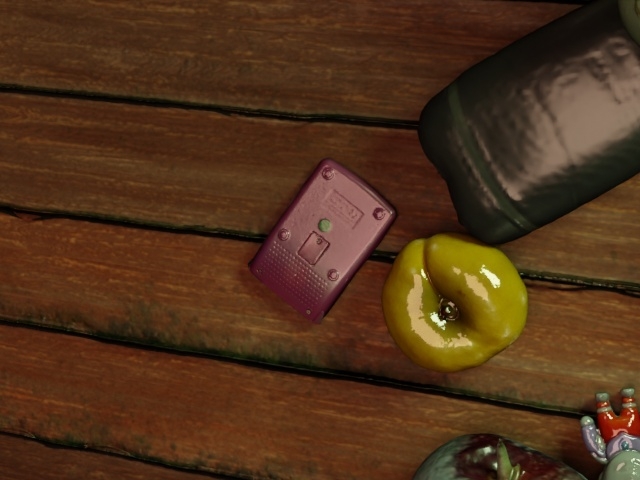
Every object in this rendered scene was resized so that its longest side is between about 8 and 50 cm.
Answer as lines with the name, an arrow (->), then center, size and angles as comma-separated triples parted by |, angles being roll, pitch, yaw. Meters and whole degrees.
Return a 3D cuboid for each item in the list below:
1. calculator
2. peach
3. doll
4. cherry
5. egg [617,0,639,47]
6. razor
calculator -> 0.000, 0.000, 1.567 | 0.126, 0.034, 0.190 | 39, 108, 11
peach -> 0.161, 0.072, 1.486 | 0.179, 0.103, 0.179 | 3, 100, 20
doll -> 0.374, 0.292, 1.469 | 0.102, 0.075, 0.227 | -9, 84, 10
cherry -> 0.213, 0.357, 1.452 | 0.255, 0.218, 0.296 | 16, 113, 30
egg -> 0.394, -0.259, 1.227 | 0.168, 0.231, 0.168 | 35, 141, 35
razor -> 0.286, -0.150, 1.400 | 0.349, 0.113, 0.204 | -32, 85, 21
